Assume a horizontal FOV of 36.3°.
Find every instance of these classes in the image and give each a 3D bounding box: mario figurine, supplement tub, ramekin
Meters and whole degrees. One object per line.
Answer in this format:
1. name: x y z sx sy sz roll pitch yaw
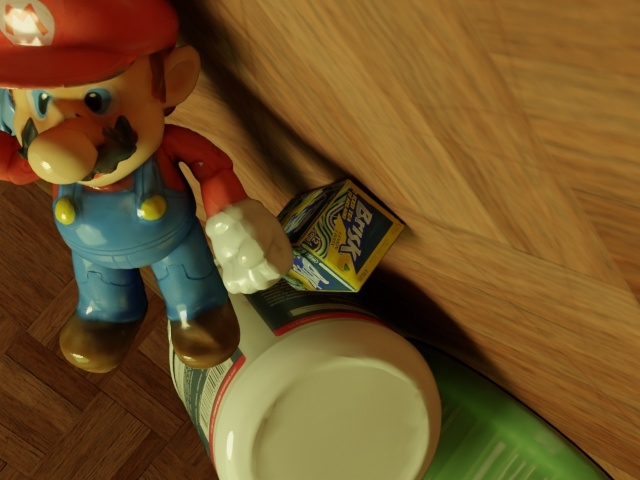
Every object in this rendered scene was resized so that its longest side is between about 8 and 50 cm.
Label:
1. mario figurine: -0.141 -0.022 0.618 0.170 0.198 0.321 43 152 40
2. supplement tub: -0.028 0.120 0.874 0.191 0.191 0.272 46 178 -26
3. ramekin: 0.147 0.250 0.969 0.303 0.148 0.303 38 168 10

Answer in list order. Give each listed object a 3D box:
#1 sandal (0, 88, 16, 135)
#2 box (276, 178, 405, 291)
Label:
1. sandal: -0.235 -0.143 0.792 0.138 0.126 0.317 47 165 -15
2. box: 0.000 0.000 0.723 0.054 0.059 0.169 39 169 -10
